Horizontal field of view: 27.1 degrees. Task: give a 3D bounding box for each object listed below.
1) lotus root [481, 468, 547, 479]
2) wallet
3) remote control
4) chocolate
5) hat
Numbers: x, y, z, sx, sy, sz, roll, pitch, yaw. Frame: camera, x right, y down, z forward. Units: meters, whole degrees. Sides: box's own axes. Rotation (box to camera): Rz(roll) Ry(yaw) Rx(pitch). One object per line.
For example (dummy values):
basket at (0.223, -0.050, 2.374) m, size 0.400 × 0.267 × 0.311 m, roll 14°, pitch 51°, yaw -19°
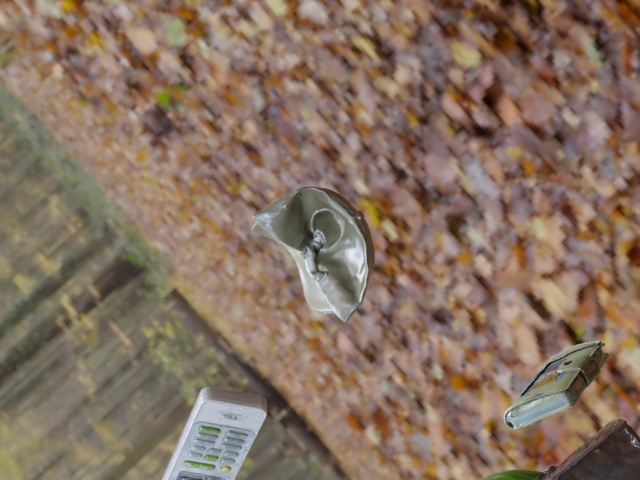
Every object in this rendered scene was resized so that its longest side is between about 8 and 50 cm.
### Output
lotus root at (0.247, 0.361, 1.708) m, size 0.186 × 0.186 × 0.186 m, roll 48°, pitch 173°, yaw 8°
wallet at (0.313, 0.186, 1.753) m, size 0.110 × 0.155 × 0.039 m, roll -31°, pitch 94°, yaw 37°
remote control at (-0.161, 0.309, 1.965) m, size 0.103 × 0.250 × 0.034 m, roll 13°, pitch -138°, yaw -16°
chocolate at (0.250, 0.335, 1.502) m, size 0.112 × 0.321 × 0.112 m, roll 51°, pitch 176°, yaw 13°
hat at (0.000, 0.000, 1.612) m, size 0.166 × 0.144 × 0.173 m, roll 52°, pitch -170°, yaw -10°
